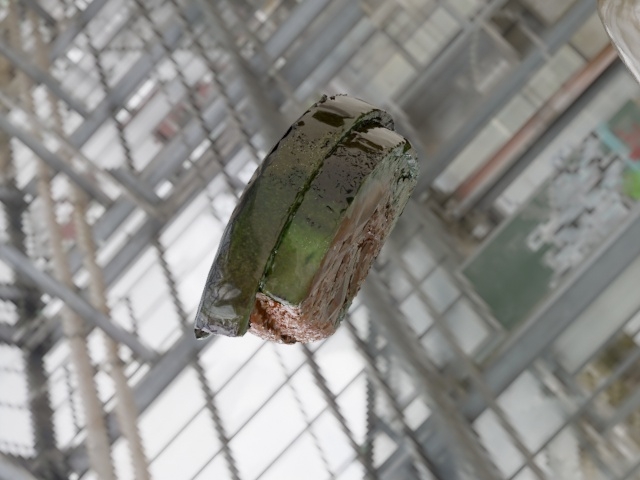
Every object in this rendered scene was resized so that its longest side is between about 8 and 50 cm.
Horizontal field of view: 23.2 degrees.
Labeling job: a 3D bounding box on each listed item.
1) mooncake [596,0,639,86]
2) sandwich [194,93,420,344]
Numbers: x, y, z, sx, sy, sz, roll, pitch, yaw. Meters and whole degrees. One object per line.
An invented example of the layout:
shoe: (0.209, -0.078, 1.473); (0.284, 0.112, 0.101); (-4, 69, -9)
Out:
mooncake: (0.221, -0.119, 0.642); (0.117, 0.235, 0.235); (51, -170, 2)
sandwich: (0.002, -0.003, 0.409); (0.026, 0.069, 0.101); (22, -177, 14)
